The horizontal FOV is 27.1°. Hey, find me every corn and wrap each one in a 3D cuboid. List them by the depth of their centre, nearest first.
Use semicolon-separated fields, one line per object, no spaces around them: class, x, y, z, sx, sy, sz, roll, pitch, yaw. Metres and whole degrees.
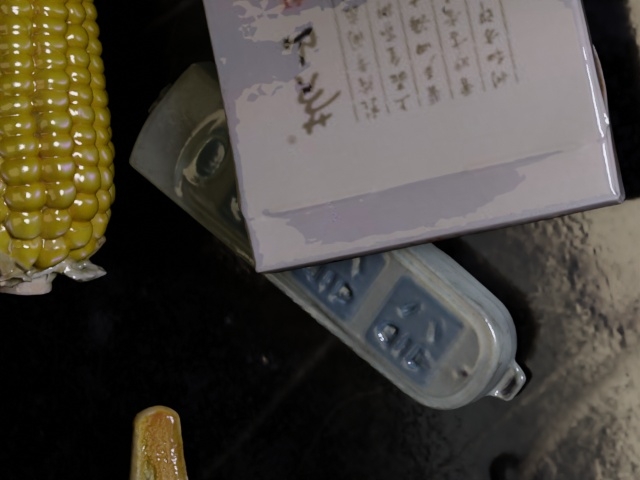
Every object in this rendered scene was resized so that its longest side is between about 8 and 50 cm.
corn;-0.212;-0.157;0.822;0.144;0.144;0.387;-10;91;27

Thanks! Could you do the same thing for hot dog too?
hot dog;-0.103;0.175;0.859;0.044;0.028;0.137;-8;94;1

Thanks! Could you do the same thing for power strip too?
power strip;0.002;0.000;0.783;0.286;0.048;0.080;40;111;16

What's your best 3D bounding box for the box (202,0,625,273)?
box;0.028;-0.178;0.722;0.205;0.051;0.365;-12;85;16
